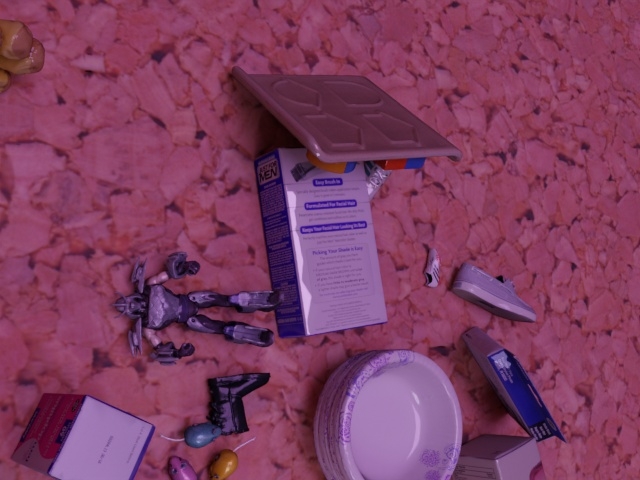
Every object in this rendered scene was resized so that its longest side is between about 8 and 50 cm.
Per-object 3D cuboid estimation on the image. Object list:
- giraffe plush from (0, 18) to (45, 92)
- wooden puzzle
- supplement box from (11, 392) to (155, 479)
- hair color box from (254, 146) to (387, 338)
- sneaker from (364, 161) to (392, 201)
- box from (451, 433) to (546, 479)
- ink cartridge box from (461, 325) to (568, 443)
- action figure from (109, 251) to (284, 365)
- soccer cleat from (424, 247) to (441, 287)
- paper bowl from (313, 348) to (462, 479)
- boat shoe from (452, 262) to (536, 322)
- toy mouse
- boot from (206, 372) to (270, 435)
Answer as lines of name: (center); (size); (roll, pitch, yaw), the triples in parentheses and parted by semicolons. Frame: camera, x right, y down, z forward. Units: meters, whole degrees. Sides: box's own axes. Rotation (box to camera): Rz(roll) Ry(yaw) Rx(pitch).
giraffe plush: (-0.535, -0.316, 1.169); (0.210, 0.181, 0.171); (-20, 82, 0)
wooden puzzle: (0.042, -0.214, 1.474); (0.347, 0.322, 0.081); (-2, 125, -36)
supplement box: (-0.341, 0.289, 1.135); (0.113, 0.220, 0.111); (32, 65, -24)
hair color box: (0.000, 0.000, 1.481); (0.185, 0.110, 0.339); (-5, 86, -33)
sneaker: (0.115, -0.143, 1.600); (0.057, 0.075, 0.161); (39, 63, -22)
box: (0.371, 0.523, 1.611); (0.126, 0.148, 0.233); (-15, 90, -35)
ink cartridge box: (0.388, 0.298, 1.625); (0.045, 0.224, 0.223); (-33, 101, -3)
action figure: (-0.210, 0.114, 1.329); (0.284, 0.099, 0.186); (8, 86, -28)
soccer cleat: (0.233, 0.057, 1.673); (0.035, 0.029, 0.083); (2, 85, -38)
paper bowl: (0.113, 0.344, 1.471); (0.284, 0.148, 0.285); (7, 77, -33)
boat shoe: (0.387, 0.112, 1.735); (0.227, 0.079, 0.081); (26, 73, -24)
toy mouse: (-0.203, 0.355, 1.309); (0.143, 0.031, 0.161); (40, 81, -20)
boot: (-0.139, 0.281, 1.377); (0.121, 0.045, 0.099); (-4, 82, -27)
